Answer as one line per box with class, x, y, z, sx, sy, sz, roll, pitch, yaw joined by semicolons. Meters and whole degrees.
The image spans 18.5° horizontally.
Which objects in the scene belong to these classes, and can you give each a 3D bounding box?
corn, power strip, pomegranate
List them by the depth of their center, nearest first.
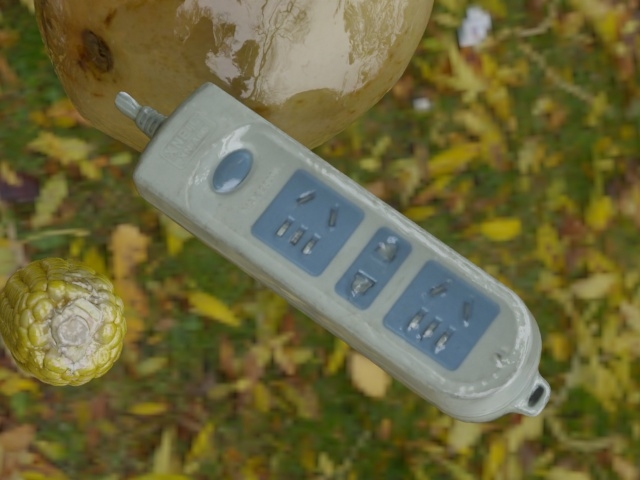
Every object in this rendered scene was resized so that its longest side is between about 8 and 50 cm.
power strip;0.000;0.000;0.674;0.047;0.191;0.030;-52;159;-9
corn;-0.146;0.042;1.095;0.067;0.206;0.067;-1;93;-11
pomegranate;-0.048;-0.201;1.396;0.319;0.319;0.319;3;86;-40
